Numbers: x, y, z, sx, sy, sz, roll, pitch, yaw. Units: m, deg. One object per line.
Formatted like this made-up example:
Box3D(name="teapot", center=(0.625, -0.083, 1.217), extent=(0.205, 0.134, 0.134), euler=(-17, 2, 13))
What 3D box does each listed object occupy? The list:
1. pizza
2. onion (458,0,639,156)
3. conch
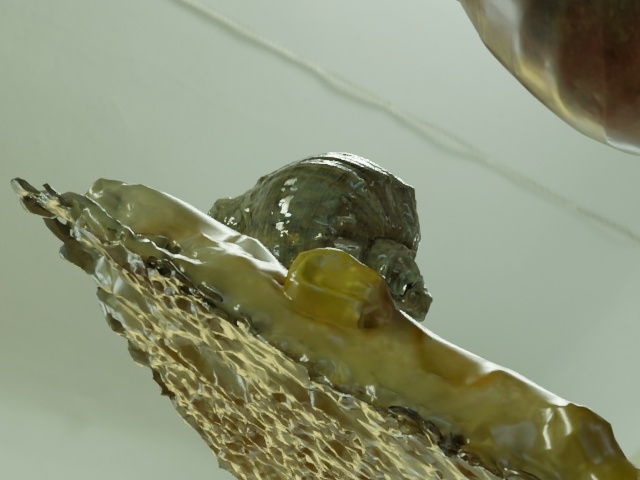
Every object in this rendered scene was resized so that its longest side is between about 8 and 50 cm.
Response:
Box3D(name="pizza", center=(0.072, 0.139, 0.761), extent=(0.080, 0.435, 0.392), euler=(-50, -30, -21))
Box3D(name="onion", center=(0.209, -0.206, 0.799), extent=(0.353, 0.354, 0.354), euler=(-15, -42, -14))
Box3D(name="conch", center=(-0.002, -0.003, 1.598), extent=(0.210, 0.291, 0.159), euler=(-62, -21, -7))
